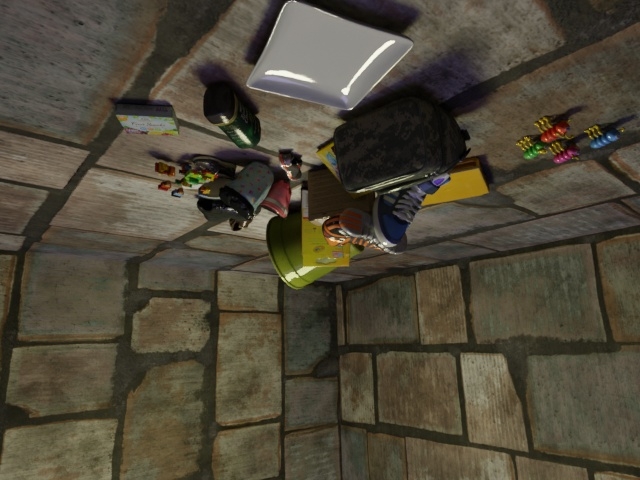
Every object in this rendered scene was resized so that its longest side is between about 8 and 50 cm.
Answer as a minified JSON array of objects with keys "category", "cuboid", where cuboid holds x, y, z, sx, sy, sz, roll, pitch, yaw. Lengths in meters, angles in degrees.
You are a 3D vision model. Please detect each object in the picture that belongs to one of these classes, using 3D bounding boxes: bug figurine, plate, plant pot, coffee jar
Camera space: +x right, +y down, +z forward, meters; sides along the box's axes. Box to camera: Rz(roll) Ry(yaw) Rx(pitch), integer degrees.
[{"category":"bug figurine","cuboid":[0.755,-0.300,1.298,0.279,0.072,0.216,2,166,-16]},{"category":"plate","cuboid":[0.009,-0.390,0.909,0.278,0.045,0.278,6,165,-24]},{"category":"plant pot","cuboid":[0.000,0.000,1.946,0.353,0.366,0.366,-20,160,22]},{"category":"coffee jar","cuboid":[-0.224,-0.314,1.083,0.079,0.096,0.184,-9,165,17]}]

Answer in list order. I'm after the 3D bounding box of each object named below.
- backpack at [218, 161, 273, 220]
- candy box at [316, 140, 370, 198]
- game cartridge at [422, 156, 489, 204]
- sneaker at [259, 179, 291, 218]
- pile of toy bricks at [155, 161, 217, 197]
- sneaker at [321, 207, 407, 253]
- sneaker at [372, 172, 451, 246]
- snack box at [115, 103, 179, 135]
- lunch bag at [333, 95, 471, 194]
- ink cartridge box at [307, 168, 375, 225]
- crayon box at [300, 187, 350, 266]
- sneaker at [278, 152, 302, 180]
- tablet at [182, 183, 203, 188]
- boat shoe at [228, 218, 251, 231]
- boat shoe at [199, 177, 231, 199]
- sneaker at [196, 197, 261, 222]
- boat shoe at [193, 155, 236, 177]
[{"category":"backpack","cuboid":[-0.239,-0.181,1.454,0.152,0.182,0.115,42,155,-13]},{"category":"candy box","cuboid":[0.085,-0.228,1.367,0.206,0.027,0.105,48,146,-18]},{"category":"game cartridge","cuboid":[0.493,-0.220,1.655,0.286,0.052,0.324,-9,167,26]},{"category":"sneaker","cuboid":[-0.153,-0.166,1.653,0.116,0.136,0.314,28,180,-6]},{"category":"pile of toy bricks","cuboid":[-0.441,-0.213,1.435,0.212,0.118,0.105,11,154,-43]},{"category":"sneaker","cuboid":[0.145,-0.026,1.478,0.321,0.124,0.180,22,158,-32]},{"category":"sneaker","cuboid":[0.300,-0.149,1.356,0.130,0.322,0.236,28,153,-29]},{"category":"snack box","cuboid":[-0.461,-0.323,1.141,0.141,0.037,0.100,0,165,-8]},{"category":"lunch bag","cuboid":[0.230,-0.253,1.188,0.305,0.212,0.256,-13,178,42]},{"category":"ink cartridge box","cuboid":[0.076,-0.165,1.519,0.235,0.193,0.088,-7,165,23]},{"category":"crayon box","cuboid":[0.020,-0.054,1.719,0.203,0.318,0.081,0,-166,-5]},{"category":"sneaker","cuboid":[-0.086,-0.250,1.441,0.065,0.061,0.158,-13,164,16]},{"category":"tablet","cuboid":[-0.497,-0.211,1.656,0.083,0.006,0.054,1,166,-8]},{"category":"boat shoe","cuboid":[-0.342,-0.099,1.937,0.095,0.095,0.257,7,164,-31]},{"category":"boat shoe","cuboid":[-0.327,-0.190,1.592,0.255,0.095,0.079,-12,154,3]},{"category":"sneaker","cuboid":[-0.382,-0.142,1.762,0.287,0.108,0.130,-8,157,14]},{"category":"boat shoe","cuboid":[-0.355,-0.247,1.434,0.152,0.049,0.056,7,162,-34]}]
